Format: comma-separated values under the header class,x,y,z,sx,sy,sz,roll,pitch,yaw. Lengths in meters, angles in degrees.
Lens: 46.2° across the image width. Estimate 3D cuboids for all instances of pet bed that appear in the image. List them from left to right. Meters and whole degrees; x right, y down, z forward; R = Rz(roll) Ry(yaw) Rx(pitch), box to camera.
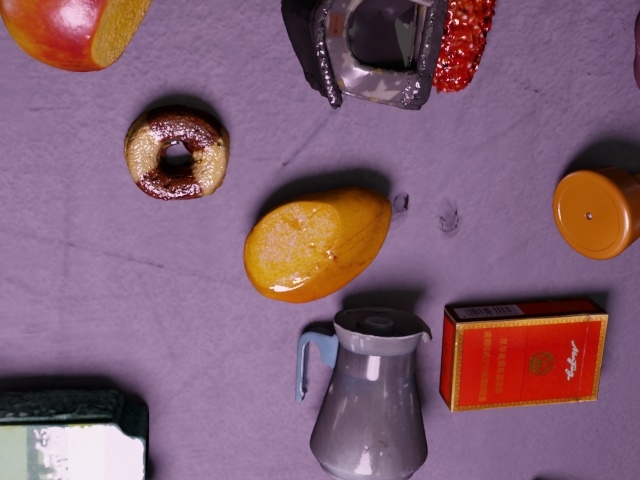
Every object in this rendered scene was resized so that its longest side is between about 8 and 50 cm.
class,x,y,z,sx,sy,sz,roll,pitch,yaw
pet bed,0.038,-0.256,0.875,0.159,0.211,0.183,6,111,-14

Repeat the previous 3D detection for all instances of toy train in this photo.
class,x,y,z,sx,sy,sz,roll,pitch,yaw
toy train,-0.372,0.328,1.044,0.299,0.167,0.238,2,98,-12

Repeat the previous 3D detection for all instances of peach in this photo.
class,x,y,z,sx,sy,sz,roll,pitch,yaw
peach,-0.257,-0.284,0.834,0.192,0.190,0.190,-7,110,-8

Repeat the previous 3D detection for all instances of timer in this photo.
class,x,y,z,sx,sy,sz,roll,pitch,yaw
timer,0.433,-0.057,1.075,0.152,0.132,0.132,-21,113,-28

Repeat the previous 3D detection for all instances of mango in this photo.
class,x,y,z,sx,sy,sz,roll,pitch,yaw
mango,0.000,0.000,1.020,0.217,0.102,0.141,-31,87,-1

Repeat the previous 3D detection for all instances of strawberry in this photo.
class,x,y,z,sx,sy,sz,roll,pitch,yaw
strawberry,0.179,-0.282,0.962,0.121,0.082,0.188,-8,107,-10

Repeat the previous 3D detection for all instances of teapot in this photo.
class,x,y,z,sx,sy,sz,roll,pitch,yaw
teapot,0.061,0.216,1.081,0.203,0.171,0.225,8,102,20

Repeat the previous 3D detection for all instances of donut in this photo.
class,x,y,z,sx,sy,sz,roll,pitch,yaw
donut,-0.184,-0.108,0.973,0.140,0.059,0.141,-3,106,-10

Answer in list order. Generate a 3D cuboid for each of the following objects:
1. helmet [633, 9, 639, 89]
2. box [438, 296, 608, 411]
class,x,y,z,sx,sy,sz,roll,pitch,yaw
helmet,0.555,-0.239,0.959,0.338,0.271,0.197,4,138,-16
box,0.306,0.173,1.145,0.239,0.074,0.153,-3,105,-8
